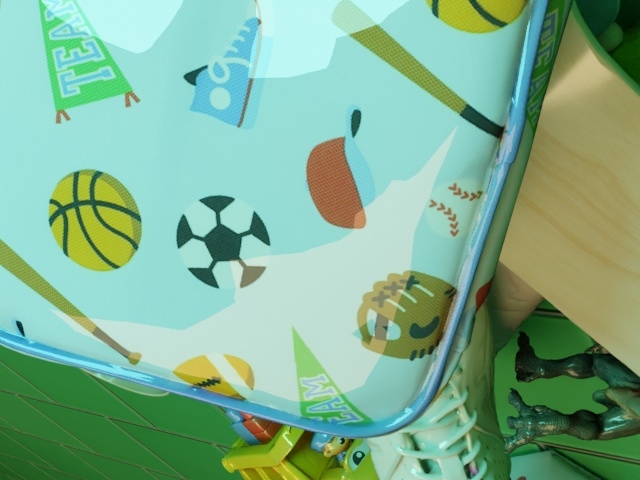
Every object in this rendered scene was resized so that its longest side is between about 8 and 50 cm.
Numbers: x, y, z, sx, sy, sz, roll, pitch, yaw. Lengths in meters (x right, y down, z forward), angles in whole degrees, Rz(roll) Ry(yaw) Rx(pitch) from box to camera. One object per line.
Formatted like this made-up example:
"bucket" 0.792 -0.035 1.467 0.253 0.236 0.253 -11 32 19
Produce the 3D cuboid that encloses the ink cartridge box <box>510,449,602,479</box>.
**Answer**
"ink cartridge box" 0.157 0.398 1.078 0.160 0.279 0.384 33 153 -11

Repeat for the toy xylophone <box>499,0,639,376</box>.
"toy xylophone" 0.183 -0.028 0.478 0.236 0.081 0.322 -22 125 38

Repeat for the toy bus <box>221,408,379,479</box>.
"toy bus" -0.006 0.217 1.074 0.211 0.149 0.220 50 146 -12

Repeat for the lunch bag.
"lunch bag" -0.032 -0.088 0.382 0.243 0.115 0.304 15 111 9

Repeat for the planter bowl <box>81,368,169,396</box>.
"planter bowl" -0.192 0.063 0.967 0.162 0.109 0.162 21 154 10

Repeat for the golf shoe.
"golf shoe" 0.076 0.113 0.643 0.115 0.140 0.306 -22 146 2

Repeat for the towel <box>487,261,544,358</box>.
"towel" 0.000 0.000 0.741 0.316 0.053 0.332 25 154 5

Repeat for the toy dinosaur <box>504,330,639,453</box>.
"toy dinosaur" 0.180 0.100 0.637 0.118 0.064 0.268 3 -175 16
